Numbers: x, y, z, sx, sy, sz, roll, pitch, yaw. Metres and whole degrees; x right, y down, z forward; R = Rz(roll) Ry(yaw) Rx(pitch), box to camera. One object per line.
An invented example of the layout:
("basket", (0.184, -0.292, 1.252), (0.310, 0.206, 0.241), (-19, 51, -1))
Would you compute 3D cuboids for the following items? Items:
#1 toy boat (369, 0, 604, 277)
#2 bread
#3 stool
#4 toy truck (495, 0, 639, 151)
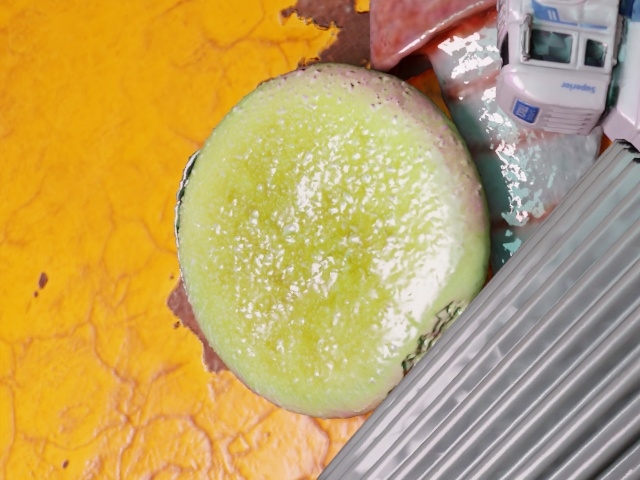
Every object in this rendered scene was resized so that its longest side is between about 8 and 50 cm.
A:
("toy boat", (0.156, -0.102, 1.229), (0.206, 0.096, 0.282), (-15, 79, 7))
("bread", (-0.002, -0.005, 1.239), (0.301, 0.045, 0.301), (-1, 88, 31))
("stool", (0.191, 0.147, 1.034), (0.330, 0.297, 0.297), (-45, 64, 11))
("toy truck", (0.260, -0.126, 1.124), (0.268, 0.124, 0.155), (7, 81, 4))
